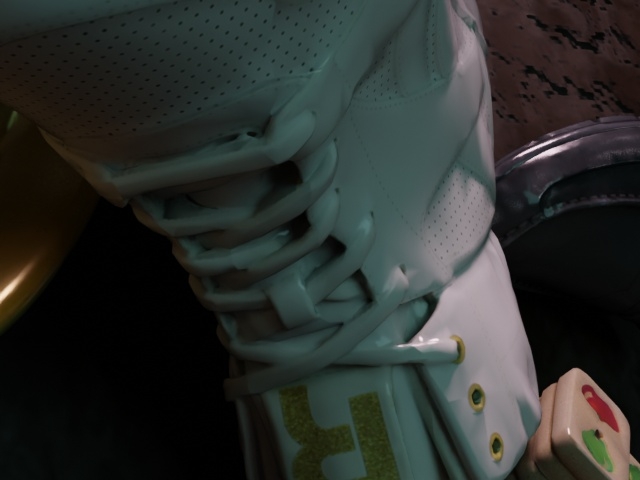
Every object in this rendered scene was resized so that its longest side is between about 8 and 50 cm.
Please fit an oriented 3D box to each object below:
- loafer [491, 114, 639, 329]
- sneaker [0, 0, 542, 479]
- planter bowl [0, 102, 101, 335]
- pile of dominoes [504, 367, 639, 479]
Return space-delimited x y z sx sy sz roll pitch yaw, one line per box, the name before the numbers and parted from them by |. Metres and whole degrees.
loafer | 0.133 0.001 0.628 0.223 0.076 0.078 1 59 -47
sneaker | 0.000 0.000 0.417 0.292 0.108 0.169 9 70 -69
planter bowl | -0.128 -0.077 0.388 0.217 0.090 0.217 8 90 -68
pile of dominoes | 0.150 0.154 0.517 0.251 0.040 0.196 46 20 -5
